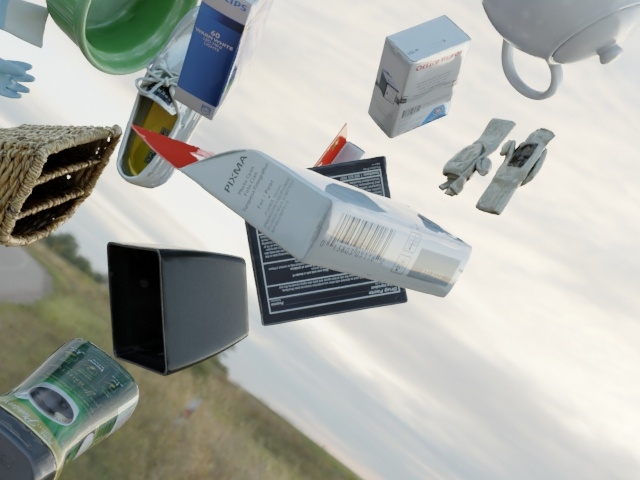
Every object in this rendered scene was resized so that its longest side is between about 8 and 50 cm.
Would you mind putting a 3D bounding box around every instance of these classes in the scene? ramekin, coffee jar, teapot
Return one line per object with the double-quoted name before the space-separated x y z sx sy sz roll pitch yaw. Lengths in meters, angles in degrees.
"ramekin" -0.395 -0.495 1.993 0.148 0.303 0.303 39 -9 23
"coffee jar" -0.245 0.162 0.891 0.096 0.079 0.184 39 24 5
"teapot" 0.349 -0.320 1.362 0.187 0.253 0.256 65 12 9

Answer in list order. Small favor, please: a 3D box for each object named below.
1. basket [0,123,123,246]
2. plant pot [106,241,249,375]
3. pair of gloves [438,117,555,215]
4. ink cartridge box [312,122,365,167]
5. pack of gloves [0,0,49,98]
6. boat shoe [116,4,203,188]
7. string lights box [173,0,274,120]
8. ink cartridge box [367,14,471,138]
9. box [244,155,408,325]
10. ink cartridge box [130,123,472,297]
"basket" -0.517 -0.097 1.851 0.223 0.213 0.299 3 13 14
"plant pot" -0.214 0.094 1.566 0.167 0.188 0.187 -5 6 -35
"pair of gloves" 0.339 -0.156 1.978 0.042 0.204 0.240 44 -4 -28
"ink cartridge box" 0.004 -0.106 2.253 0.060 0.275 0.239 34 -11 8
"pack of gloves" -0.611 -0.378 1.886 0.046 0.195 0.232 12 -1 39
"boat shoe" -0.282 -0.270 1.843 0.136 0.367 0.156 29 6 9
"string lights box" -0.136 -0.317 1.517 0.077 0.133 0.259 30 -38 1
"ink cartridge box" 0.175 -0.291 1.798 0.082 0.140 0.190 51 -29 28
"box" 0.000 0.000 2.028 0.183 0.296 0.294 -174 -105 -86
"ink cartridge box" -0.026 -0.071 1.333 0.308 0.091 0.385 15 18 -50
